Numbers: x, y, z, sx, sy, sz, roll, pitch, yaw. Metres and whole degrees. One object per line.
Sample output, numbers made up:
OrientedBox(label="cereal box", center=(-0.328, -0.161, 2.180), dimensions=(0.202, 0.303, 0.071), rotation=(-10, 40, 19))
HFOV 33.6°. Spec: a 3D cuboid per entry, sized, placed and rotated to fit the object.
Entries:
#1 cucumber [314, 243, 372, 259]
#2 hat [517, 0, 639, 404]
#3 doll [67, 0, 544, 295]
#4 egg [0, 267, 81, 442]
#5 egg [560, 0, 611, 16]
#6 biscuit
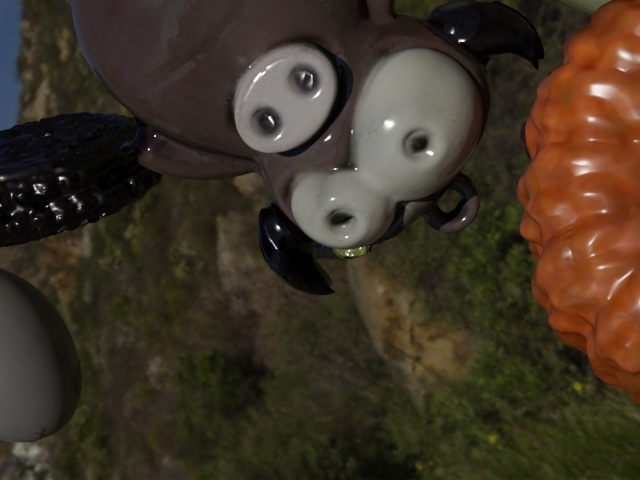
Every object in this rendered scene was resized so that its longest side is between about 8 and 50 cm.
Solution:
OrientedBox(label="cucumber", center=(0.001, 0.001, 0.929), dimensions=(0.033, 0.034, 0.135), rotation=(-55, 21, -14))
OrientedBox(label="hat", center=(0.277, -0.024, 0.637), dimensions=(0.285, 0.285, 0.400), rotation=(-56, -17, 6))
OrientedBox(label="doll", center=(-0.018, -0.091, 0.511), dimensions=(0.182, 0.257, 0.117), rotation=(-45, 8, 15))
OrientedBox(label="egg", center=(-0.321, 0.112, 1.047), dimensions=(0.146, 0.199, 0.146), rotation=(-34, 8, 6))
OrientedBox(label="egg", center=(0.265, -0.300, 0.905), dimensions=(0.219, 0.269, 0.219), rotation=(-169, 90, -79))
OrientedBox(label="biscuit", center=(-0.204, -0.045, 0.754), dimensions=(0.194, 0.053, 0.194), rotation=(-12, 20, 4))
